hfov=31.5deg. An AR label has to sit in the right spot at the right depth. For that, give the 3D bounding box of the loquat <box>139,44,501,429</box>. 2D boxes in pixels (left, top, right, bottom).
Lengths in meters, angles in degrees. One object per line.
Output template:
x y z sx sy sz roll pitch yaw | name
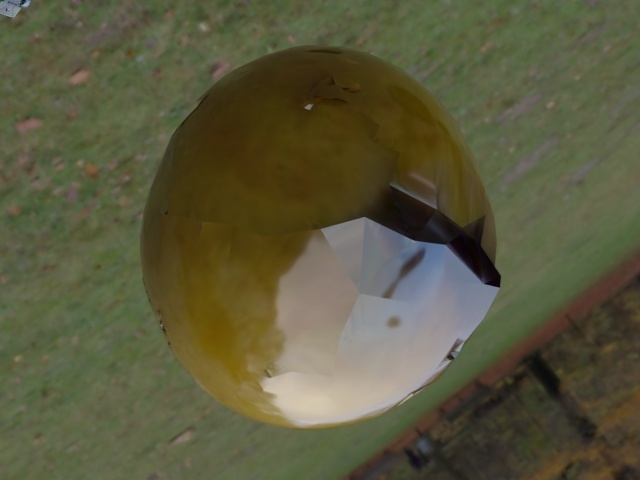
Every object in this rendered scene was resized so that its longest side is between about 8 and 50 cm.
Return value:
0.000 0.000 0.707 0.235 0.235 0.235 -35 168 -9 | loquat

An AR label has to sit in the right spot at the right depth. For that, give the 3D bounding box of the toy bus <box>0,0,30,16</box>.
-0.288 -0.257 1.084 0.083 0.037 0.031 -55 152 13 | toy bus
